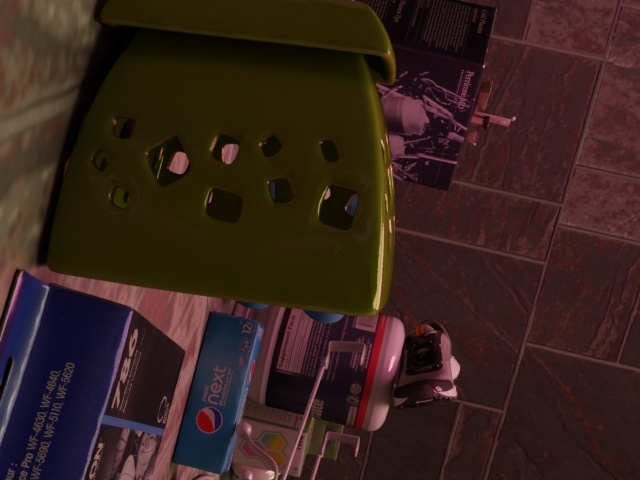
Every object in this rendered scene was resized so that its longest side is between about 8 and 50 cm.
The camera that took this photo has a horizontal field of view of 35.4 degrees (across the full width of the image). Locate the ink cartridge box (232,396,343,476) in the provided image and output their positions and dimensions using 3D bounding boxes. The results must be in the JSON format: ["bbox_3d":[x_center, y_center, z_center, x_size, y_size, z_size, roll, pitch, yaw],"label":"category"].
[{"bbox_3d":[-0.071,0.342,1.735,0.062,0.209,0.109,-72,174,-55],"label":"ink cartridge box"}]

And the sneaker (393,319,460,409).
[{"bbox_3d":[0.163,0.197,1.594,0.271,0.100,0.108,-42,121,-78],"label":"sneaker"}]

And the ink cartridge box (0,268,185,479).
[{"bbox_3d":[-0.173,0.136,0.760,0.333,0.065,0.165,79,25,-78],"label":"ink cartridge box"}]

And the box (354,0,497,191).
[{"bbox_3d":[0.144,-0.300,1.941,0.343,0.312,0.179,97,7,-51],"label":"box"}]

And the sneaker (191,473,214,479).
[{"bbox_3d":[-0.174,0.462,1.371,0.105,0.115,0.281,70,34,-82],"label":"sneaker"}]

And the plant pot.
[{"bbox_3d":[-0.049,-0.070,0.742,0.228,0.227,0.207,-24,121,-84],"label":"plant pot"}]

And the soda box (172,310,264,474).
[{"bbox_3d":[-0.138,0.208,1.376,0.067,0.071,0.210,75,28,-79],"label":"soda box"}]

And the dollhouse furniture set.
[{"bbox_3d":[0.324,-0.234,1.857,0.114,0.081,0.091,90,16,-70],"label":"dollhouse furniture set"}]

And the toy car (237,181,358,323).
[{"bbox_3d":[-0.018,-0.044,1.481,0.238,0.210,0.219,-90,-163,-46],"label":"toy car"}]

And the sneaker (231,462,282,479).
[{"bbox_3d":[-0.115,0.462,2.066,0.350,0.131,0.148,-52,151,-81],"label":"sneaker"}]

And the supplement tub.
[{"bbox_3d":[-0.011,0.190,1.634,0.191,0.272,0.191,13,90,-86],"label":"supplement tub"}]

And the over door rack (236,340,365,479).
[{"bbox_3d":[-0.047,0.321,1.430,0.324,0.108,0.240,-54,155,-42],"label":"over door rack"}]
